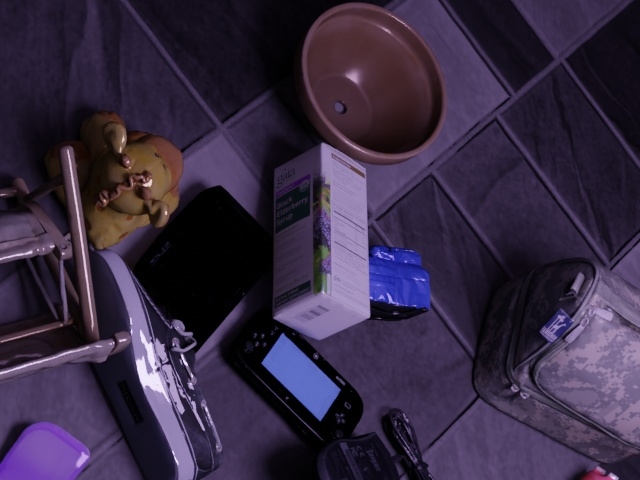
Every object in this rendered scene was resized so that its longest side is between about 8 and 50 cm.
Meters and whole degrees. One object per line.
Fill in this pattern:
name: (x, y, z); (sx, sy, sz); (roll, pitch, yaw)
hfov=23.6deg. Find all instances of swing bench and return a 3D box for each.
swing bench: (-0.390, 0.050, 1.753); (0.253, 0.165, 0.254); (-13, 85, -35)

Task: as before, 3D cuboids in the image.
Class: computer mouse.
computer mouse: (0.073, 0.330, 1.963); (0.262, 0.060, 0.184); (-16, 76, -61)

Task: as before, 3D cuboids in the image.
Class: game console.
game console: (-0.077, 0.115, 1.990); (0.361, 0.044, 0.213); (46, 55, -9)

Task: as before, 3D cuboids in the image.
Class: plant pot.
plant pot: (0.051, -0.206, 2.153); (0.237, 0.110, 0.237); (12, 66, -29)

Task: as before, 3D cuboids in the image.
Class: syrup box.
syrup box: (0.000, 0.000, 2.015); (0.096, 0.093, 0.237); (29, 47, -39)

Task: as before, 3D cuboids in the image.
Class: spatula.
spatula: (-0.371, 0.334, 1.731); (0.084, 0.030, 0.296); (40, 56, -12)

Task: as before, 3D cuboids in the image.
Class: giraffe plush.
giraffe plush: (-0.240, -0.076, 1.884); (0.181, 0.170, 0.210); (35, 57, -16)

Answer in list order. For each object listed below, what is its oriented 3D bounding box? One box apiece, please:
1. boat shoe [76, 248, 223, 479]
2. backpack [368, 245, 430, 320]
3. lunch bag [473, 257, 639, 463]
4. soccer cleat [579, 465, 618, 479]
boat shoe: (-0.198, 0.148, 1.861); (0.105, 0.113, 0.306); (-22, 87, -42)
backpack: (0.075, 0.059, 2.075); (0.120, 0.098, 0.101); (4, 71, -21)
lunch bag: (0.399, 0.159, 2.136); (0.305, 0.256, 0.212); (30, 58, -18)
soccer cleat: (0.449, 0.423, 2.186); (0.248, 0.083, 0.095); (42, 85, -17)
